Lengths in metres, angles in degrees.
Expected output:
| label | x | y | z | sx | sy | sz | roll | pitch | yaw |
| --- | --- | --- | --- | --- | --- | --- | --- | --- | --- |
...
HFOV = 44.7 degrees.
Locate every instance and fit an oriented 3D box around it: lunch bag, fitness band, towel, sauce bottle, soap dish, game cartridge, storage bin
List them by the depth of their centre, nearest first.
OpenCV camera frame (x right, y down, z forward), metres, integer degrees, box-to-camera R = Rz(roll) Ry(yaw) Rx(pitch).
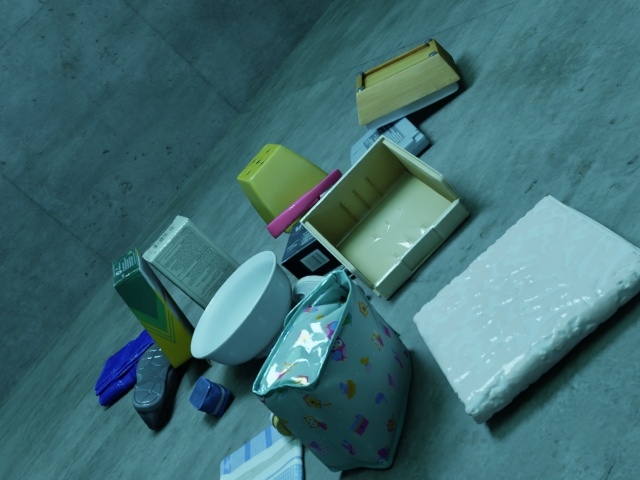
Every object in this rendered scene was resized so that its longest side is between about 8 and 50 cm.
| label | x | y | z | sx | sy | sz | roll | pitch | yaw |
| --- | --- | --- | --- | --- | --- | --- | --- | --- | --- |
| towel | 0.312 | 0.094 | 1.209 | 0.332 | 0.053 | 0.317 | -43 | 20 | 7 |
| lunch bag | 0.040 | 0.207 | 1.278 | 0.160 | 0.223 | 0.262 | -19 | 33 | 39 |
| towel | -0.114 | 0.448 | 1.401 | 0.209 | 0.034 | 0.285 | -39 | 22 | 17 |
| storage bin | 0.134 | -0.048 | 1.633 | 0.262 | 0.123 | 0.260 | -46 | 37 | 1 |
| sauce bottle | 0.089 | 0.042 | 1.735 | 0.128 | 0.042 | 0.042 | -41 | 22 | 13 |
| lunch bag | -0.251 | 0.358 | 1.777 | 0.067 | 0.065 | 0.098 | -65 | 24 | -5 |
| game cartridge | 0.173 | -0.242 | 2.074 | 0.198 | 0.062 | 0.297 | -46 | 21 | 11 |
| fitness band | -0.037 | -0.101 | 2.099 | 0.209 | 0.054 | 0.291 | -33 | 6 | 33 |
| soap dish | 0.227 | -0.431 | 2.122 | 0.290 | 0.118 | 0.229 | -24 | 23 | 15 |
| towel | -0.554 | 0.341 | 2.358 | 0.308 | 0.076 | 0.228 | -39 | 23 | 19 |

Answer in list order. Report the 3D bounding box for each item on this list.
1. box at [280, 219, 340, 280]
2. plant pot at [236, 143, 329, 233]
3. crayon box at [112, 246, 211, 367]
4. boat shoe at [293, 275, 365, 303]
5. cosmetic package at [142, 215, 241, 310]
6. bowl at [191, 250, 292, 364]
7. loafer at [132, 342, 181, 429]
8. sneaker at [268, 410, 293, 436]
| label | x | y | z | sx | sy | sz | roll | pitch | yaw |
| --- | --- | --- | --- | --- | --- | --- | --- | --- | --- |
| box | 0.000 | 0.000 | 1.904 | 0.156 | 0.093 | 0.158 | -34 | 25 | 32 |
| plant pot | -0.122 | -0.172 | 2.312 | 0.212 | 0.187 | 0.212 | -49 | 21 | -8 |
| crayon box | -0.413 | 0.190 | 2.008 | 0.083 | 0.323 | 0.203 | -34 | 20 | -5 |
| boat shoe | 0.000 | 0.129 | 1.692 | 0.227 | 0.079 | 0.081 | -8 | 39 | 54 |
| cosmetic package | -0.299 | 0.087 | 2.032 | 0.153 | 0.296 | 0.129 | -49 | 20 | -11 |
| bowl | -0.158 | 0.180 | 1.810 | 0.298 | 0.134 | 0.298 | -42 | 22 | 21 |
| loafer | -0.427 | 0.373 | 2.046 | 0.109 | 0.095 | 0.303 | -7 | 26 | 4 |
| sneaker | -0.021 | 0.280 | 1.454 | 0.185 | 0.070 | 0.084 | -37 | 22 | -10 |
